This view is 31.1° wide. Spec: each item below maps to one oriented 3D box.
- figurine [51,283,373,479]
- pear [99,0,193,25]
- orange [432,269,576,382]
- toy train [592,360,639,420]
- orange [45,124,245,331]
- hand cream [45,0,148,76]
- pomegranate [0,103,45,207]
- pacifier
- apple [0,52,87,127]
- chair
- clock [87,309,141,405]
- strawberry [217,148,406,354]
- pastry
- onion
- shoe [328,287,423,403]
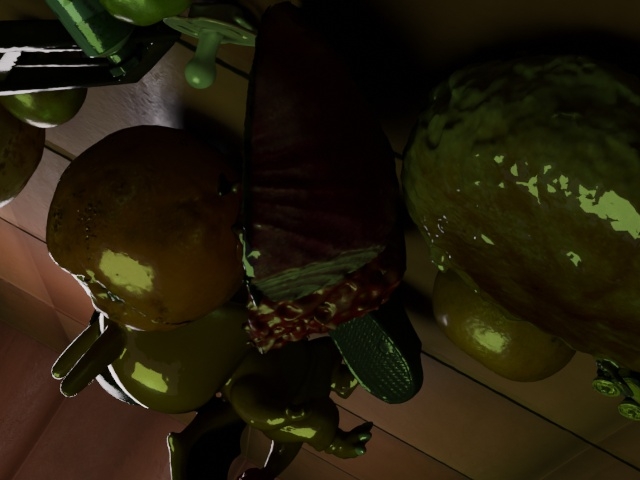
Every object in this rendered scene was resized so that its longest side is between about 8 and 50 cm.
[{"bbox_3d":[-0.127,0.178,1.517,0.387,0.401,0.268,32,141,-19],"label":"figurine"},{"bbox_3d":[-0.151,-0.225,0.964,0.092,0.092,0.097,23,158,20],"label":"pear"},{"bbox_3d":[0.187,0.063,1.123,0.155,0.134,0.154,42,180,0],"label":"orange"},{"bbox_3d":[0.374,0.177,1.218,0.202,0.060,0.081,38,151,-19],"label":"toy train"},{"bbox_3d":[-0.187,-0.013,1.305,0.240,0.240,0.240,26,159,11],"label":"orange"},{"bbox_3d":[-0.241,-0.249,0.982,0.055,0.088,0.256,-20,121,32],"label":"hand cream"},{"bbox_3d":[-0.450,-0.128,1.416,0.215,0.215,0.215,26,159,11],"label":"pomegranate"},{"bbox_3d":[-0.097,-0.172,1.028,0.099,0.078,0.081,11,173,41],"label":"pacifier"},{"bbox_3d":[-0.316,-0.179,1.279,0.114,0.099,0.102,19,160,19],"label":"apple"},{"bbox_3d":[-0.371,-0.261,1.080,0.203,0.416,0.240,-21,81,64],"label":"chair"},{"bbox_3d":[-0.265,0.156,1.822,0.215,0.215,0.042,26,154,12],"label":"clock"},{"bbox_3d":[0.000,0.000,1.209,0.178,0.233,0.234,-4,152,6],"label":"strawberry"},{"bbox_3d":[0.201,-0.016,0.894,0.330,0.136,0.329,27,161,10],"label":"pastry"},{"bbox_3d":[0.012,-0.068,0.939,0.111,0.247,0.250,3,179,11],"label":"onion"},{"bbox_3d":[0.059,0.081,1.403,0.241,0.093,0.108,54,140,-1],"label":"shoe"}]
